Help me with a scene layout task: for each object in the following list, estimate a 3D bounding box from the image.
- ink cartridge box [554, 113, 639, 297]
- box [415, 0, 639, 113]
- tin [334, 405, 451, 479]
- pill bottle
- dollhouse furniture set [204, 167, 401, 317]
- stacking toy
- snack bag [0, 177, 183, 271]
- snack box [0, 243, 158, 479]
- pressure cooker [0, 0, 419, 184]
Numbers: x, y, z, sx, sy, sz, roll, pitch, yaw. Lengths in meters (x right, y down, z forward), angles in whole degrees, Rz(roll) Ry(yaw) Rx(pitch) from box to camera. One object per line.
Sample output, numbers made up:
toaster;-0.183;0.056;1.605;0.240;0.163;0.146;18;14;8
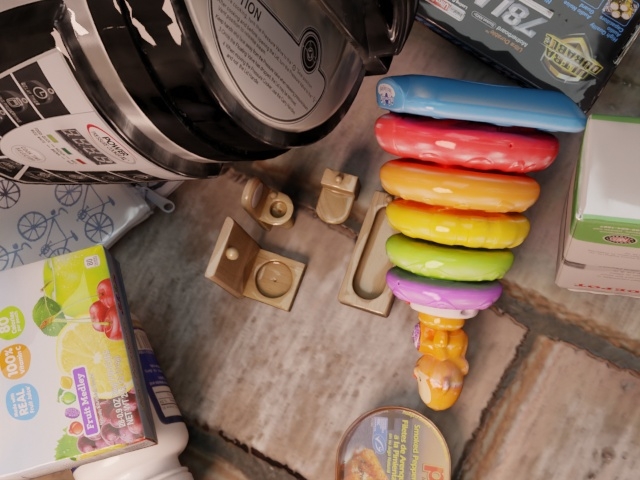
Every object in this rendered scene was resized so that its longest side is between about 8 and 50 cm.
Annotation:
ink cartridge box;0.288;-0.018;0.840;0.160;0.219;0.093;6;76;10
box;0.201;-0.314;0.939;0.295;0.073;0.293;32;99;4
tin;0.066;0.248;0.911;0.106;0.040;0.190;2;78;14
pill bottle;-0.188;0.171;0.931;0.112;0.112;0.187;-27;74;3
dollhouse furniture set;0.000;0.000;0.931;0.151;0.123;0.144;18;81;13
stacking toy;0.118;0.008;0.900;0.165;0.175;0.302;5;100;-8
snack bag;-0.273;-0.135;1.048;0.342;0.037;0.323;-42;74;-4
snack box;-0.261;0.116;0.854;0.207;0.070;0.174;-16;74;-2
pressure cooker;-0.136;-0.242;0.794;0.420;0.370;0.376;1;114;27
